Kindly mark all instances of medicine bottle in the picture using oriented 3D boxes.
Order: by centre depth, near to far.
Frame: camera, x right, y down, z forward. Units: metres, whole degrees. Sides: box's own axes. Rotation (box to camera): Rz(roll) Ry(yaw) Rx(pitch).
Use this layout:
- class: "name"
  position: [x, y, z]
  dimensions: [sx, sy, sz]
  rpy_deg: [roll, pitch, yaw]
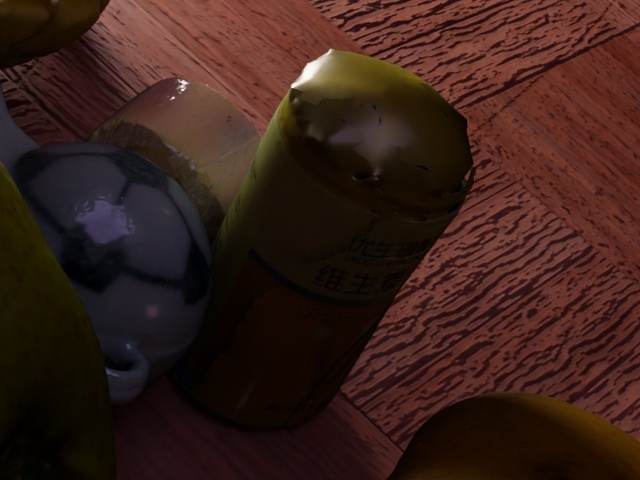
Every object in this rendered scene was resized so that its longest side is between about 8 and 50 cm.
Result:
- class: "medicine bottle"
  position: [0.000, 0.000, 0.977]
  dimensions: [0.124, 0.239, 0.124]
  rpy_deg: [17, 42, -16]

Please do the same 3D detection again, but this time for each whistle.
- class: "whistle"
  position: [-0.148, -0.002, 0.964]
  dimensions: [0.163, 0.163, 0.290]
  rpy_deg: [9, 31, -26]

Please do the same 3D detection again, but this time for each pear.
- class: "pear"
  position: [-0.191, 0.051, 0.792]
  dimensions: [0.255, 0.238, 0.164]
  rpy_deg: [39, 31, 15]

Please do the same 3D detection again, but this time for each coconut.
- class: "coconut"
  position: [-0.095, -0.045, 1.077]
  dimensions: [0.116, 0.116, 0.122]
  rpy_deg: [36, 35, 9]

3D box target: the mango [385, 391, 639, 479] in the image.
- class: "mango"
  position: [0.112, 0.213, 0.827]
  dimensions: [0.263, 0.221, 0.378]
  rpy_deg: [22, 28, -4]

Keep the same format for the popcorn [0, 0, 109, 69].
- class: "popcorn"
  position: [-0.238, -0.230, 1.111]
  dimensions: [0.332, 0.225, 0.265]
  rpy_deg: [15, 24, -52]
